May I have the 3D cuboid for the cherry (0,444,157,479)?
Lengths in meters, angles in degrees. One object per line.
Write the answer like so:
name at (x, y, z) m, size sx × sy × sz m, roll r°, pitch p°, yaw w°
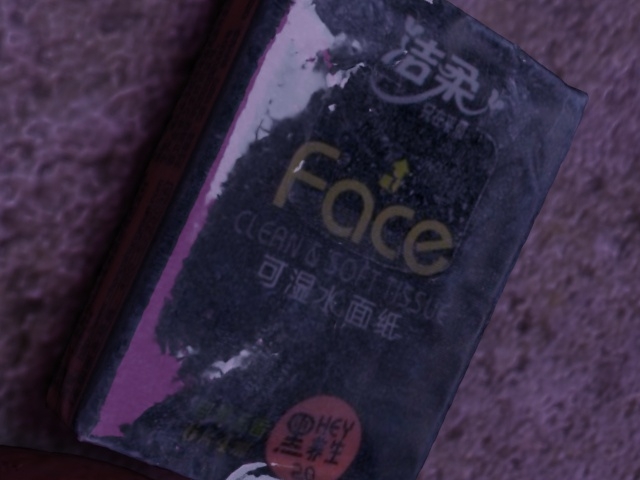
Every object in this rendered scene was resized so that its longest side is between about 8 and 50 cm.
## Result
cherry at (-0.149, 0.235, 0.721) m, size 0.261 × 0.221 × 0.307 m, roll -39°, pitch 96°, yaw -19°

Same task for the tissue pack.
tissue pack at (0.000, 0.000, 0.817) m, size 0.228 × 0.103 × 0.316 m, roll 25°, pitch 87°, yaw -30°
